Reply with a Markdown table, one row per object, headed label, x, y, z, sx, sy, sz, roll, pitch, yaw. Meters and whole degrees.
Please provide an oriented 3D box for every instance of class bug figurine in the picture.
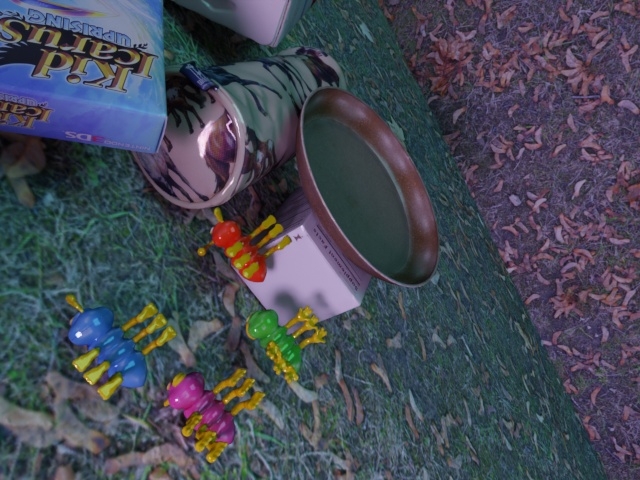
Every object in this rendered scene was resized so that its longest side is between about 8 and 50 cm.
| label | x | y | z | sx | sy | sz | roll | pitch | yaw |
| --- | --- | --- | --- | --- | --- | --- | --- | --- | --- |
| bug figurine | -0.117 | 0.095 | 0.523 | 0.216 | 0.072 | 0.279 | 56 | 43 | -5 |

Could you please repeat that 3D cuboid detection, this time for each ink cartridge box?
| label | x | y | z | sx | sy | sz | roll | pitch | yaw |
| --- | --- | --- | --- | --- | --- | --- | --- | --- | --- |
| ink cartridge box | -0.119 | -0.480 | 0.840 | 0.226 | 0.131 | 0.306 | 23 | 39 | -5 |

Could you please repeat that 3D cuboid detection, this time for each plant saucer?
| label | x | y | z | sx | sy | sz | roll | pitch | yaw |
| --- | --- | --- | --- | --- | --- | --- | --- | --- | --- |
| plant saucer | 0.067 | -0.073 | 0.698 | 0.310 | 0.050 | 0.311 | 32 | 44 | -37 |

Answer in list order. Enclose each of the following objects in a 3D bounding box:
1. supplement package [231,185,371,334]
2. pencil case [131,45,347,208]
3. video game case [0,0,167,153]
| label | x | y | z | sx | sy | sz | roll | pitch | yaw |
| --- | --- | --- | --- | --- | --- | --- | --- | --- | --- |
| supplement package | 0.000 | 0.000 | 0.734 | 0.139 | 0.133 | 0.244 | 54 | 32 | -14 |
| pencil case | -0.094 | -0.195 | 0.714 | 0.184 | 0.159 | 0.410 | 62 | 30 | -12 |
| video game case | -0.282 | -0.213 | 0.439 | 0.269 | 0.061 | 0.245 | 4 | 62 | -29 |
